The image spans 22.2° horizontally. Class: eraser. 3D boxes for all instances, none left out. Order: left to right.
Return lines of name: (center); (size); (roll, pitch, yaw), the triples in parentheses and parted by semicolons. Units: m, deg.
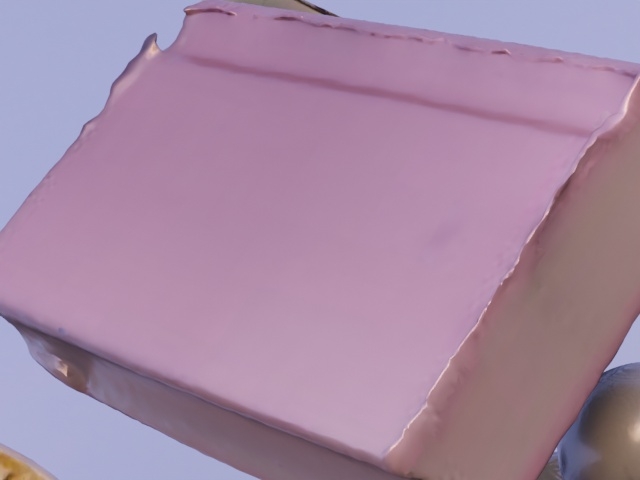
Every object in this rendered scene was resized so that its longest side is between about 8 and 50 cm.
eraser: (0.000, 0.000, 0.934); (0.272, 0.359, 0.122); (-56, -46, -21)

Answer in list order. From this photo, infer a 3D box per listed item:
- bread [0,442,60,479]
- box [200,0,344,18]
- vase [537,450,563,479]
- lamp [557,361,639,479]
bread: (-0.407, 0.380, 1.815); (0.424, 0.329, 0.245); (22, -77, -52)
box: (0.097, -0.089, 1.704); (0.420, 0.373, 0.138); (33, -88, -44)
vase: (0.265, 0.302, 1.741); (0.301, 0.251, 0.156); (-15, 1, 20)
lamp: (0.190, 0.124, 0.962); (0.105, 0.105, 0.105); (-21, -24, -10)
